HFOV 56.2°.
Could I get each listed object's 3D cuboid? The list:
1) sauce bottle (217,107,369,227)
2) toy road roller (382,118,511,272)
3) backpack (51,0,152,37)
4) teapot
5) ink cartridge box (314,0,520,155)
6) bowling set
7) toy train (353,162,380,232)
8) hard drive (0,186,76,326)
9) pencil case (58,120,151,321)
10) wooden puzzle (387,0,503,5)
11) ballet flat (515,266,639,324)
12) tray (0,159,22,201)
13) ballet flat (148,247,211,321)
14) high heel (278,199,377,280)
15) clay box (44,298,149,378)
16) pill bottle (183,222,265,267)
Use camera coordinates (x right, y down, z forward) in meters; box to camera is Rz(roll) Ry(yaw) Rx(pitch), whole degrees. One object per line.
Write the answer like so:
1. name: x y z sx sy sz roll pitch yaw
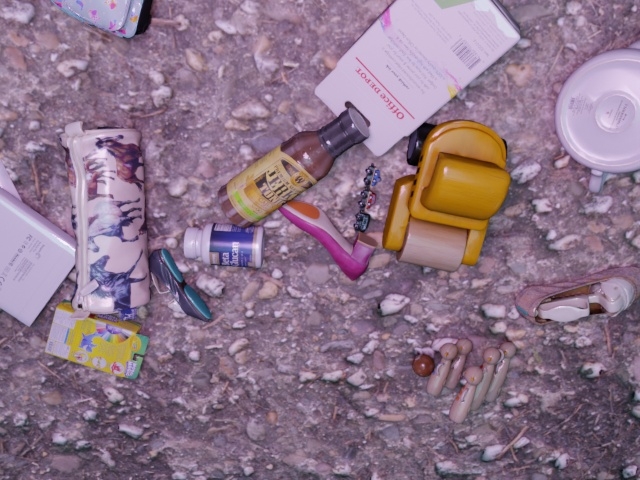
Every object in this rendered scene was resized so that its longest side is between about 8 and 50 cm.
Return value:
1. sauce bottle: -0.059 -0.150 1.227 0.344 0.111 0.111 -33 105 25
2. toy road roller: 0.261 -0.079 1.217 0.202 0.241 0.330 11 108 -3
3. backpack: -0.422 -0.489 1.142 0.188 0.144 0.166 21 112 -3
4. teapot: 0.601 -0.255 1.197 0.256 0.187 0.253 -30 87 36
5. ink cartridge box: 0.179 -0.354 1.164 0.207 0.119 0.353 44 122 -12
6. bowling set: 0.310 0.282 1.374 0.199 0.287 0.154 26 102 27
7. toy train: 0.105 -0.092 1.326 0.036 0.027 0.158 9 108 -6
8. hard drive: -0.727 0.002 1.319 0.353 0.047 0.233 38 105 -12
9. pencil case: -0.449 -0.042 1.253 0.159 0.183 0.411 3 103 12
10. wooden puzzle: 0.250 -0.565 1.168 0.238 0.044 0.221 1 108 -5
11. ballet flat: 0.607 0.138 1.356 0.315 0.106 0.108 -14 107 4
12. tray: -0.743 -0.080 1.334 0.145 0.030 0.271 -18 107 7
13. ballet flat: -0.331 0.113 1.373 0.074 0.074 0.203 -32 99 10
14. high heel: 0.000 0.000 1.341 0.244 0.082 0.117 24 123 -7
15. clay box: -0.523 0.237 1.422 0.221 0.053 0.128 20 107 -7
16. pill bottle: -0.211 0.010 1.325 0.169 0.094 0.094 3 108 -1
